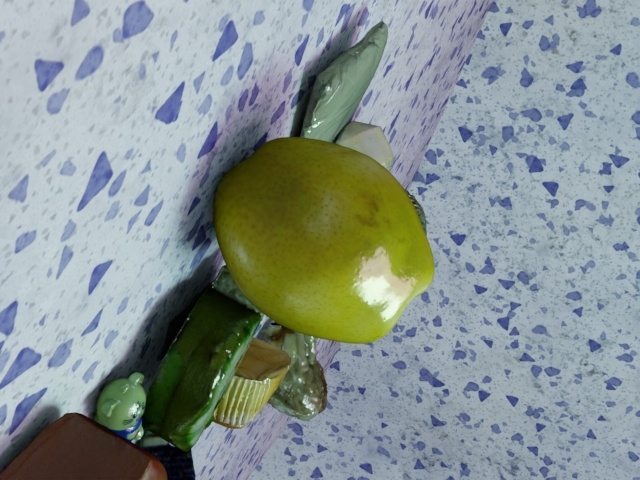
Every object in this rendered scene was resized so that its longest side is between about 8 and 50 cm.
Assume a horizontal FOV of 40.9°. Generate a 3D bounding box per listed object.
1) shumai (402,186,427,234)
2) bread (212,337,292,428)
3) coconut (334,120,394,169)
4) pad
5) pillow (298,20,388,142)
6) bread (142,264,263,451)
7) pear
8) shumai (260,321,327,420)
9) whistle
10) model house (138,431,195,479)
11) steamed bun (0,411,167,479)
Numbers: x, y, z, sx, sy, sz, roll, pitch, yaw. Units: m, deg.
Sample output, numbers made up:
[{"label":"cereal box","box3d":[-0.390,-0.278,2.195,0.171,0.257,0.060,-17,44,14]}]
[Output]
[{"label":"shumai","box3d":[0.141,-0.030,2.223,0.222,0.225,0.261,-39,-173,37]},{"label":"bread","box3d":[-0.200,0.338,2.052,0.288,0.204,0.156,-40,152,-74]},{"label":"coconut","box3d":[0.103,-0.231,2.195,0.147,0.153,0.147,-25,175,-3]},{"label":"pad","box3d":[-0.273,0.163,1.793,0.188,0.006,0.113,-47,163,-53]},{"label":"pillow","box3d":[0.031,-0.307,1.842,0.274,0.076,0.281,-50,171,-37]},{"label":"bread","box3d":[-0.216,0.225,1.704,0.382,0.129,0.366,-64,179,-9]},{"label":"pear","box3d":[0.000,0.000,1.572,0.362,0.418,0.362,-50,-176,5]},{"label":"shumai","box3d":[-0.060,0.355,2.535,0.262,0.267,0.314,-67,-151,17]},{"label":"whistle","box3d":[-0.367,0.328,1.560,0.105,0.085,0.227,-47,162,-46]},{"label":"model house","box3d":[-0.367,0.536,1.802,0.298,0.243,0.284,-177,-90,-74]},{"label":"steamed bun","box3d":[-0.410,0.467,1.295,0.379,0.235,0.248,-54,162,-39]}]
